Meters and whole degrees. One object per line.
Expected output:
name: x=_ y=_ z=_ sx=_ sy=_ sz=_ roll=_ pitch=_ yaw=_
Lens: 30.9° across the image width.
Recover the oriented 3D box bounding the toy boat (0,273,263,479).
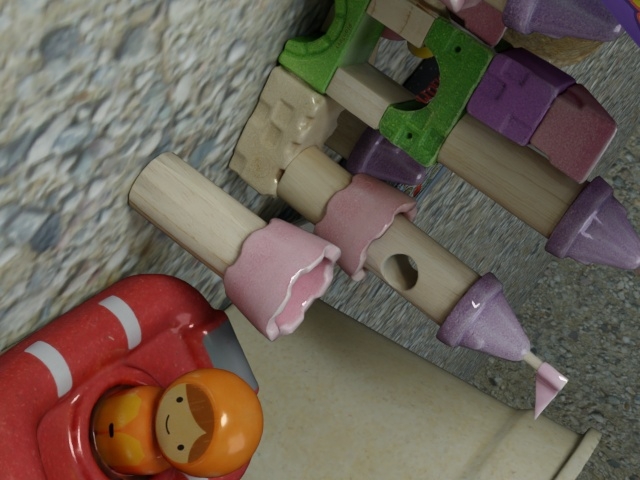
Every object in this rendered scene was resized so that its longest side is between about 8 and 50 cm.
toy boat: x=-0.097 y=0.108 z=0.651 sx=0.151 sy=0.151 sz=0.231 roll=-15 pitch=-166 yaw=37

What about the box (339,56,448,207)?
box: x=0.091 y=-0.092 z=1.054 sx=0.233 sy=0.044 sz=0.159 roll=-51 pitch=164 yaw=-10

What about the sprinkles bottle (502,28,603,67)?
sprinkles bottle: x=0.240 y=-0.235 z=0.823 sx=0.121 sy=0.121 sz=0.355 roll=-48 pitch=-175 yaw=-19

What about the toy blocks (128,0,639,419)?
toy blocks: x=0.104 y=-0.079 z=0.703 sx=0.309 sy=0.260 sz=0.289 roll=-28 pitch=150 yaw=-59

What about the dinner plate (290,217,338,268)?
dinner plate: x=0.000 y=0.000 z=0.938 sx=0.141 sy=0.017 sz=0.141 roll=-18 pitch=161 yaw=-6

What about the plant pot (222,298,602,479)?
plant pot: x=0.018 y=0.205 z=0.993 sx=0.334 sy=0.305 sz=0.334 roll=-48 pitch=164 yaw=-19

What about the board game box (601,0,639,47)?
board game box: x=0.209 y=-0.180 z=0.500 sx=0.233 sy=0.347 sz=0.078 roll=-22 pitch=154 yaw=-19
